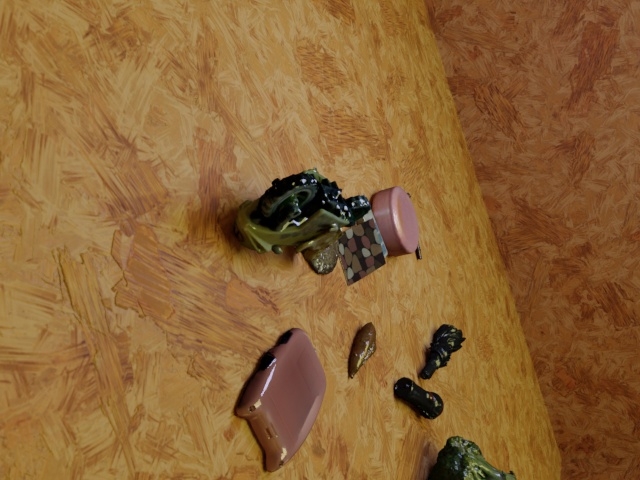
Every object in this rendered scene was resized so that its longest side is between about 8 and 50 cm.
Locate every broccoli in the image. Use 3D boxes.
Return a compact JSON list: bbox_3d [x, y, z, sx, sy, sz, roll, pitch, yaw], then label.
[{"bbox_3d":[0.484,0.799,1.826,0.321,0.283,0.304,-36,125,-74],"label":"broccoli"}]

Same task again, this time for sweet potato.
[{"bbox_3d":[0.123,0.308,1.625,0.068,0.060,0.206,33,49,1],"label":"sweet potato"}]

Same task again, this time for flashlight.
[{"bbox_3d":[0.323,0.510,1.859,0.232,0.092,0.093,44,42,-44],"label":"flashlight"}]

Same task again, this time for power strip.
[{"bbox_3d":[0.168,-0.016,1.866,0.081,0.035,0.192,-40,113,-56],"label":"power strip"}]

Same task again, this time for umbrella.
[{"bbox_3d":[0.442,0.418,2.113,0.340,0.118,0.118,-35,108,-53],"label":"umbrella"}]

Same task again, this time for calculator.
[{"bbox_3d":[-0.066,0.338,1.287,0.220,0.048,0.330,65,28,-16],"label":"calculator"}]

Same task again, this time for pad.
[{"bbox_3d":[0.126,0.032,1.763,0.235,0.003,0.158,-24,99,-51],"label":"pad"}]

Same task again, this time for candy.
[{"bbox_3d":[0.267,-0.071,1.996,0.255,0.094,0.256,37,45,-51],"label":"candy"}]

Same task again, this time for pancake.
[{"bbox_3d":[0.001,0.000,1.579,0.199,0.021,0.200,33,50,-51],"label":"pancake"}]

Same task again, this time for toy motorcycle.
[{"bbox_3d":[-0.041,-0.055,1.313,0.410,0.236,0.169,9,56,-61],"label":"toy motorcycle"}]

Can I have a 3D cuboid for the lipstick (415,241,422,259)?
[{"bbox_3d":[0.373,-0.011,2.237,0.027,0.027,0.177,-9,87,-61],"label":"lipstick"}]
